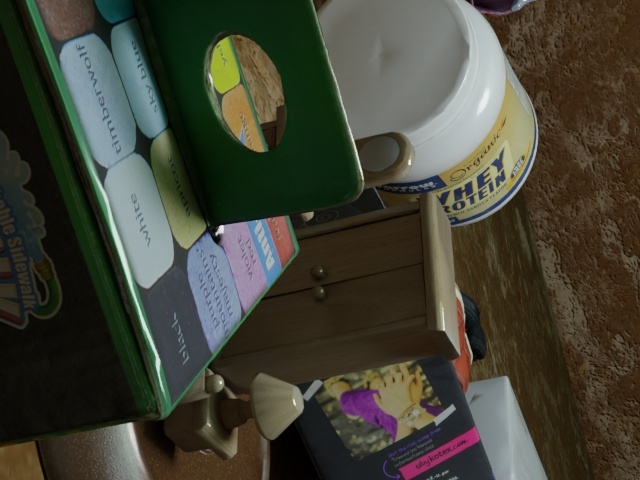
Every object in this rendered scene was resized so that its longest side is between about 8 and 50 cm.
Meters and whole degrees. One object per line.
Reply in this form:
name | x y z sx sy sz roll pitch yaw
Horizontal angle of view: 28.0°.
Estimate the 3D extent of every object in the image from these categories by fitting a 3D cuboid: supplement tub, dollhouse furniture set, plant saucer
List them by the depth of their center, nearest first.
dollhouse furniture set | -0.046 -0.054 0.809 0.355 0.174 0.303 56 26 -50
plant saucer | -0.102 0.109 0.893 0.310 0.050 0.311 -13 90 -72
supplement tub | 0.116 -0.156 1.483 0.316 0.228 0.228 35 45 -66

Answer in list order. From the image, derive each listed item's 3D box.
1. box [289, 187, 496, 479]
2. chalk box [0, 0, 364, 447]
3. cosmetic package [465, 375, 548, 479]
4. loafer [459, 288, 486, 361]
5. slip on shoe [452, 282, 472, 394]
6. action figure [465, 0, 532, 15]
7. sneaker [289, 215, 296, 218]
box | 0.040 0.117 1.116 0.165 0.143 0.270 -113 -179 -63
chalk box | -0.125 -0.031 0.491 0.179 0.289 0.180 -53 129 -69
cosmetic package | 0.275 0.423 1.809 0.284 0.097 0.377 -80 153 -48
loafer | 0.186 0.107 1.799 0.223 0.076 0.078 56 21 -61
slip on shoe | 0.109 0.116 1.472 0.331 0.123 0.101 61 27 -56
action figure | 0.122 -0.409 1.593 0.370 0.275 0.248 36 -35 57
sneaker | 0.000 0.000 1.265 0.185 0.069 0.084 -59 129 -65
